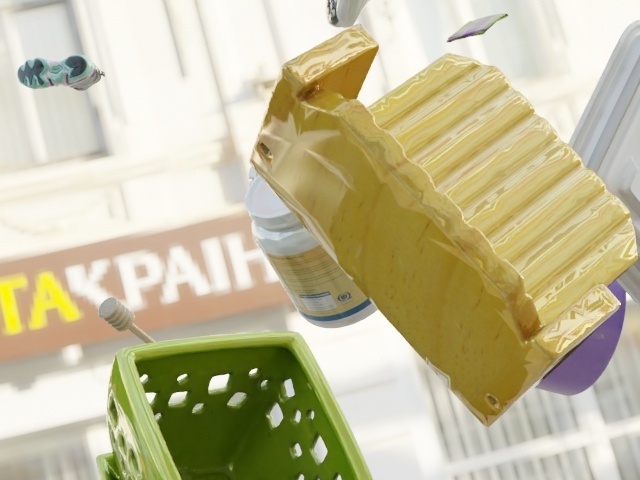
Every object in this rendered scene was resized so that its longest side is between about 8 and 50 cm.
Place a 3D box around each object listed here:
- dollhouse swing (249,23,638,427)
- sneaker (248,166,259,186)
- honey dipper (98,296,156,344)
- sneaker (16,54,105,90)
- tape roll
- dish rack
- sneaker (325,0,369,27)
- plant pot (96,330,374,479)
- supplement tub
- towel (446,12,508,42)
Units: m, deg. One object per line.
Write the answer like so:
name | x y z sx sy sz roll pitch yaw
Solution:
dollhouse swing | 0.166 -0.063 1.669 0.305 0.347 0.315 -38 -10 -21
sneaker | -0.047 -0.046 2.485 0.063 0.170 0.075 -1 -26 -41
honey dipper | -0.215 0.122 2.195 0.030 0.030 0.160 -22 -43 25
sneaker | -0.297 -0.189 2.052 0.098 0.038 0.069 -1 -9 22
tape roll | 0.283 0.088 2.129 0.080 0.189 0.189 15 -26 -22
dish rack | 0.418 -0.058 1.997 0.072 0.286 0.333 -3 -40 48
sneaker | 0.103 -0.387 2.294 0.118 0.292 0.110 32 -20 -8
plant pot | -0.106 0.250 1.869 0.228 0.227 0.207 -4 -42 -29
supplement tub | 0.000 0.000 2.268 0.144 0.144 0.200 -19 -53 15
towel | 0.220 -0.300 2.491 0.060 0.009 0.083 -39 19 -35
